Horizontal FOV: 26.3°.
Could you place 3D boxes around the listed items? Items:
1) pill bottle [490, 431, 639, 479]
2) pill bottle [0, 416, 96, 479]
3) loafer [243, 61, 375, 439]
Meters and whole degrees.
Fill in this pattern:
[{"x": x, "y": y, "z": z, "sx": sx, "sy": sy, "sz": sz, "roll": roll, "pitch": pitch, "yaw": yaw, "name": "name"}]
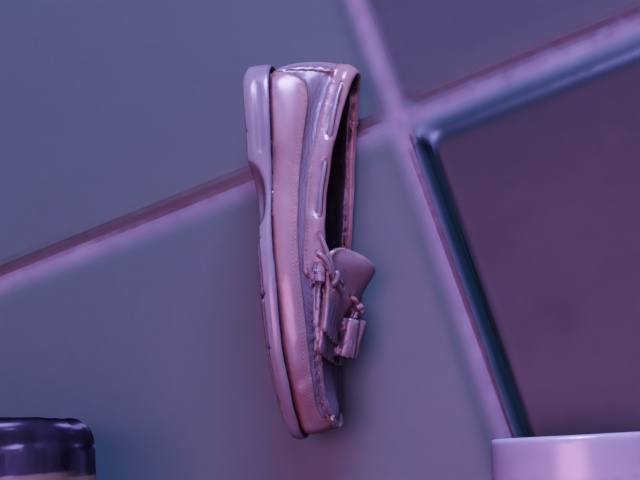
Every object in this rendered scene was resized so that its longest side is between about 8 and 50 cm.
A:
[{"x": 0.078, "y": 0.117, "z": 0.394, "sx": 0.067, "sy": 0.067, "sz": 0.120, "roll": -5, "pitch": 81, "yaw": 14, "name": "pill bottle"}, {"x": -0.125, "y": 0.166, "z": 0.412, "sx": 0.123, "sy": 0.123, "sz": 0.219, "roll": -6, "pitch": 81, "yaw": 14, "name": "pill bottle"}, {"x": 0.000, "y": 0.000, "z": 0.445, "sx": 0.039, "sy": 0.045, "sz": 0.125, "roll": -9, "pitch": 77, "yaw": 7, "name": "loafer"}]
